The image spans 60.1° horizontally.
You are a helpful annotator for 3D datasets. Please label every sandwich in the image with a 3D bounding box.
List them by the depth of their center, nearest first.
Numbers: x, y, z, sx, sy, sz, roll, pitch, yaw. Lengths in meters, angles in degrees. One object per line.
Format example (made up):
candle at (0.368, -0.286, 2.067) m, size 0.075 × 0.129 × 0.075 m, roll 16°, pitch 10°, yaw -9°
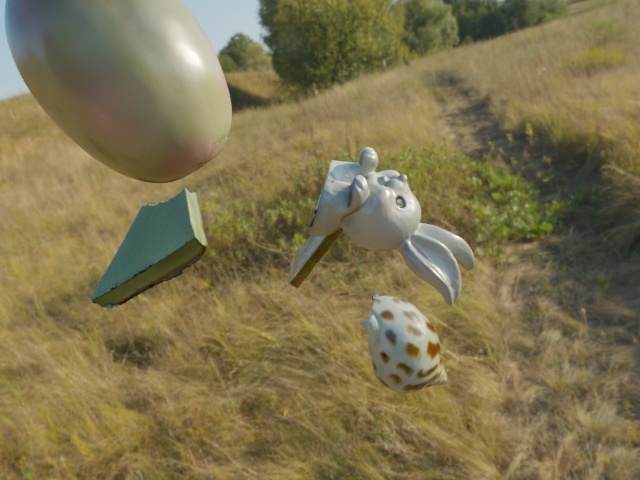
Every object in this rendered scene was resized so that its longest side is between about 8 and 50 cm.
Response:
sandwich at (-0.353, 0.007, 1.143) m, size 0.245 × 0.063 × 0.212 m, roll -29°, pitch 43°, yaw 5°

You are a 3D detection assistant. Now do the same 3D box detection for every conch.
conch at (0.192, 0.242, 1.209) m, size 0.148 × 0.275 × 0.183 m, roll 12°, pitch 61°, yaw 34°

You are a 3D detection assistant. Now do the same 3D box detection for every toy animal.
toy animal at (0.101, -0.025, 0.680) m, size 0.220 × 0.131 × 0.104 m, roll 21°, pitch 32°, yaw 2°

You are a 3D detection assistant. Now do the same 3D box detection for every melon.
melon at (-0.251, -0.222, 0.708) m, size 0.223 × 0.317 × 0.223 m, roll -35°, pitch 10°, yaw 7°

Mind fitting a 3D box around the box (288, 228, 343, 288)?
box at (0.000, 0.000, 0.908) m, size 0.156 × 0.022 × 0.089 m, roll -53°, pitch 13°, yaw 15°
